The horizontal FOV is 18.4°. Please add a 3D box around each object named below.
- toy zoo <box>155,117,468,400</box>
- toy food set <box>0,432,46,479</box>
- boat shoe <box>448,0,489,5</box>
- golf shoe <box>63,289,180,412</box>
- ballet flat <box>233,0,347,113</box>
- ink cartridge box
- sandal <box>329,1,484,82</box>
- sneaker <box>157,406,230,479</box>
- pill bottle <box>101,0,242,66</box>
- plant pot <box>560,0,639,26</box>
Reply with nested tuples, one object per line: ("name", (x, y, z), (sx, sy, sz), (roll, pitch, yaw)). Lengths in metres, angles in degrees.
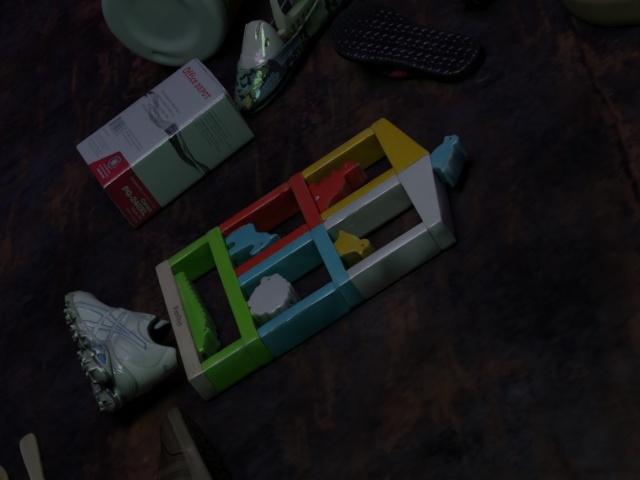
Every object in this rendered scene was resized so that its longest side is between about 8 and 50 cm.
("toy zoo", (0.000, 0.000, 1.685), (0.293, 0.030, 0.192), (-33, 32, 5))
("toy food set", (-0.319, 0.234, 1.677), (0.192, 0.038, 0.132), (-35, 32, 2))
("boat shoe", (0.195, -0.347, 1.827), (0.092, 0.103, 0.285), (23, 89, 31))
("golf shoe", (-0.171, 0.088, 1.717), (0.086, 0.069, 0.176), (-21, 30, -10))
("ballet flat", (-0.041, -0.210, 1.966), (0.070, 0.070, 0.188), (2, 49, 45))
("ink cartridge box", (-0.151, -0.097, 1.923), (0.150, 0.063, 0.109), (-37, 32, -2))
("sandal", (0.079, -0.176, 1.840), (0.179, 0.040, 0.067), (23, 69, 38))
("sneaker", (-0.106, 0.196, 1.498), (0.071, 0.066, 0.188), (-35, 31, 3))
("pill bottle", (-0.133, -0.313, 2.117), (0.136, 0.136, 0.245), (-13, 39, 32))
("plant pot", (0.293, -0.306, 1.730), (0.237, 0.109, 0.237), (-24, 34, 17))
